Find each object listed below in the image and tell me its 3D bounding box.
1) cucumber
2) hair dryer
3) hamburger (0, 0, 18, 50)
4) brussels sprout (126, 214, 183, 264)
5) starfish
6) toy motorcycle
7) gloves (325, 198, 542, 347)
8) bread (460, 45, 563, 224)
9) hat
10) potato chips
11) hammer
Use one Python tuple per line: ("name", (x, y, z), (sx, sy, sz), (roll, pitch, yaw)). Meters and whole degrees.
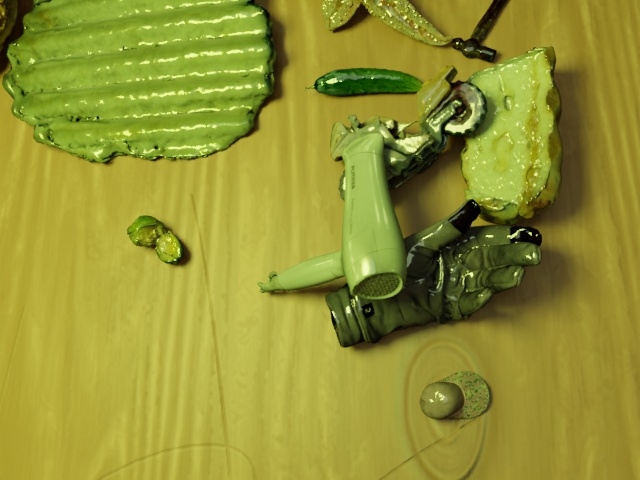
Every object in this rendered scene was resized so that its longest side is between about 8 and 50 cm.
("cucumber", (0.061, -0.224, 0.980), (0.168, 0.039, 0.039), (1, 76, 7))
("hair dryer", (0.000, 0.000, 0.873), (0.237, 0.075, 0.206), (-31, 50, 35))
("hamburger", (-0.601, -0.373, 1.065), (0.283, 0.144, 0.259), (-1, 76, 14))
("brussels sprout", (-0.226, 0.001, 0.969), (0.083, 0.051, 0.046), (41, 116, -8))
("starfish", (0.072, -0.385, 0.956), (0.295, 0.048, 0.231), (31, 115, 6))
("toy motorcycle", (0.100, -0.143, 0.916), (0.229, 0.094, 0.129), (-39, 72, 18))
("gloves", (0.132, 0.044, 0.858), (0.286, 0.119, 0.142), (-19, 102, 19))
("bread", (0.248, -0.130, 0.898), (0.128, 0.088, 0.231), (-6, 69, 32))
("hat", (0.164, 0.191, 0.856), (0.087, 0.042, 0.058), (-11, 75, 7))
("potato chips", (-0.270, -0.291, 1.040), (0.430, 0.070, 0.358), (-2, 80, 12))
("hammer", (0.252, -0.330, 0.984), (0.065, 0.021, 0.178), (30, 80, 15))
